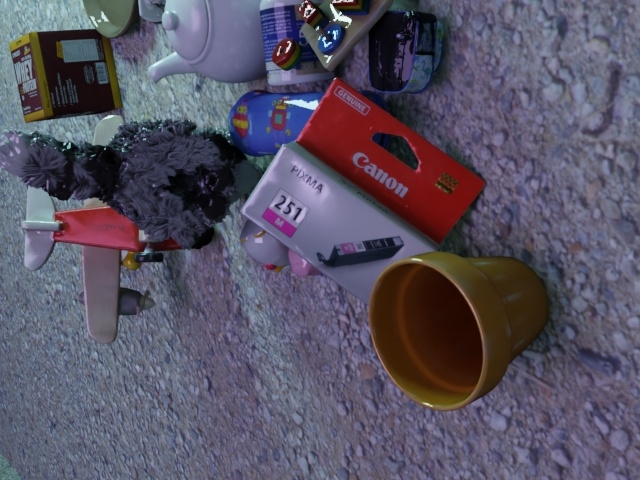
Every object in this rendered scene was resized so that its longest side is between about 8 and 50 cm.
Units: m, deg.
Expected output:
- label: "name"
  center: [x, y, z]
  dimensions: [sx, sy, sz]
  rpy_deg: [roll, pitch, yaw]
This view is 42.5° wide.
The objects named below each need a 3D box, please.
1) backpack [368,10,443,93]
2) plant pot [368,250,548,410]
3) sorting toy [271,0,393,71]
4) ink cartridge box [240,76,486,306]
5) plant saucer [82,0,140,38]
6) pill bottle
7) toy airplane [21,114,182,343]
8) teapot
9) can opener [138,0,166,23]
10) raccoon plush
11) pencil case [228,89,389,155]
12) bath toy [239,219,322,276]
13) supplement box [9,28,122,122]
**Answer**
- label: "backpack"
  center: [0.123, -0.267, 1.175]
  dimensions: [0.105, 0.084, 0.114]
  rpy_deg: [20, 110, 50]
- label: "plant pot"
  center: [0.202, 0.103, 1.118]
  dimensions: [0.205, 0.188, 0.205]
  rpy_deg: [21, 118, 45]
- label: "sorting toy"
  center: [0.030, -0.338, 1.183]
  dimensions: [0.274, 0.046, 0.132]
  rpy_deg: [-45, 40, 18]
- label: "ink cartridge box"
  center: [0.060, -0.060, 1.190]
  dimensions: [0.275, 0.060, 0.239]
  rpy_deg: [36, 109, 5]
- label: "plant saucer"
  center: [-0.463, -0.591, 1.826]
  dimensions: [0.278, 0.041, 0.278]
  rpy_deg: [21, 119, 46]
- label: "pill bottle"
  center: [-0.040, -0.347, 1.327]
  dimensions: [0.112, 0.112, 0.186]
  rpy_deg: [7, 108, 50]
- label: "toy airplane"
  center: [-0.459, -0.023, 1.826]
  dimensions: [0.386, 0.272, 0.384]
  rpy_deg: [-46, 76, 12]
- label: "teapot"
  center: [-0.185, -0.391, 1.430]
  dimensions: [0.252, 0.187, 0.256]
  rpy_deg: [23, 118, 46]
- label: "can opener"
  center: [-0.349, -0.580, 1.662]
  dimensions: [0.093, 0.074, 0.280]
  rpy_deg: [19, 116, 47]
- label: "raccoon plush"
  center: [-0.315, -0.161, 1.491]
  dimensions: [0.216, 0.446, 0.299]
  rpy_deg: [-63, 14, 11]
- label: "pencil case"
  center: [-0.020, -0.186, 1.351]
  dimensions: [0.306, 0.133, 0.119]
  rpy_deg: [12, 86, 47]
- label: "bath toy"
  center: [0.000, 0.000, 1.395]
  dimensions: [0.348, 0.129, 0.151]
  rpy_deg: [-7, 52, 50]
- label: "supplement box"
  center: [-0.597, -0.387, 1.933]
  dimensions: [0.129, 0.194, 0.191]
  rpy_deg: [1, 102, 51]
